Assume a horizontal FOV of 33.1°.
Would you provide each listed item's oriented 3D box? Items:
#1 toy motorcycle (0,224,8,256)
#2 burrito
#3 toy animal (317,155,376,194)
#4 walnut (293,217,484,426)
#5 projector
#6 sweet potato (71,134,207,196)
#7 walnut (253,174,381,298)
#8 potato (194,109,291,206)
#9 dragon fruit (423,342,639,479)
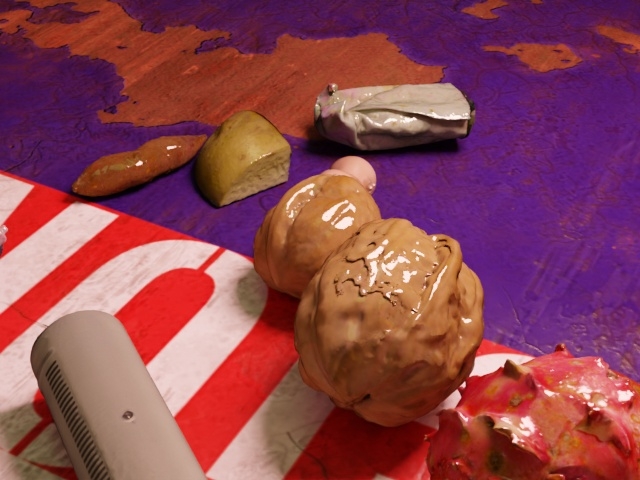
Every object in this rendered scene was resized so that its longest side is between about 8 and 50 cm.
[{"bbox_3d":[-0.469,0.021,1.182,0.110,0.171,0.260,33,48,32],"label":"toy motorcycle"},{"bbox_3d":[0.104,-0.182,1.577,0.228,0.089,0.144,-3,22,-10],"label":"burrito"},{"bbox_3d":[0.026,-0.068,1.418,0.089,0.083,0.150,36,26,9],"label":"toy animal"},{"bbox_3d":[0.075,0.084,1.121,0.198,0.198,0.245,12,39,12],"label":"walnut"},{"bbox_3d":[-0.179,0.201,1.006,0.108,0.108,0.337,-15,39,-23],"label":"projector"},{"bbox_3d":[-0.239,-0.106,1.472,0.218,0.051,0.065,-24,29,-33],"label":"sweet potato"},{"bbox_3d":[0.000,0.000,1.274,0.166,0.149,0.166,-28,27,15],"label":"walnut"},{"bbox_3d":[-0.131,-0.124,1.483,0.120,0.081,0.149,-24,44,-35],"label":"potato"},{"bbox_3d":[0.223,0.195,0.961,0.268,0.205,0.210,-6,29,-8],"label":"dragon fruit"}]
